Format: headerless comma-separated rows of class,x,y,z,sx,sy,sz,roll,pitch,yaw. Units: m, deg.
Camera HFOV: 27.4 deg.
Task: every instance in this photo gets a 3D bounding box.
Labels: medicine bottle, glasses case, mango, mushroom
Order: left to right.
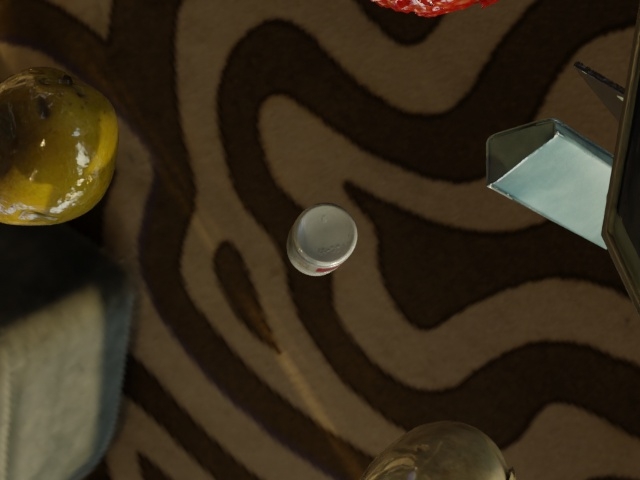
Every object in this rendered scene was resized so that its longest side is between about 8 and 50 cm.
mango,-0.254,-0.074,1.152,0.195,0.098,0.137,-30,75,40
medicine bottle,0.000,0.000,1.209,0.058,0.058,0.091,57,171,3
mushroom,0.082,0.210,0.997,0.122,0.154,0.154,53,134,2
glasses case,0.298,-0.072,1.533,0.105,0.266,0.056,-39,52,25

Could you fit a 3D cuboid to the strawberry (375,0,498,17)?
strawberry,0.067,-0.336,1.234,0.238,0.288,0.250,105,160,-69

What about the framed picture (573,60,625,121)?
framed picture,0.480,-0.114,1.741,0.244,0.324,0.013,39,93,36

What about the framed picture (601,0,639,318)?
framed picture,0.265,-0.054,0.991,0.019,0.209,0.281,-4,126,-6
